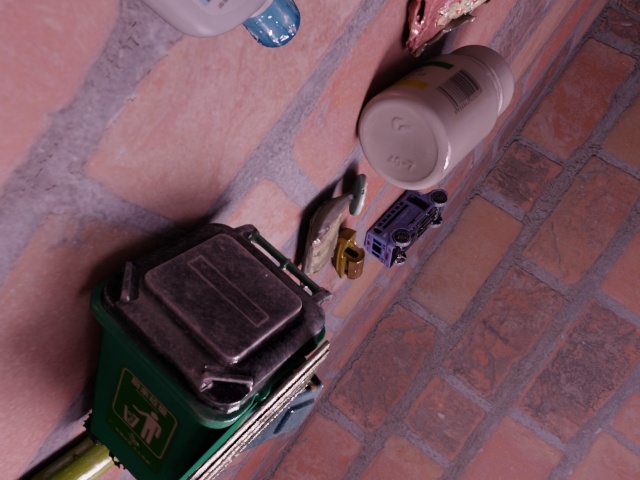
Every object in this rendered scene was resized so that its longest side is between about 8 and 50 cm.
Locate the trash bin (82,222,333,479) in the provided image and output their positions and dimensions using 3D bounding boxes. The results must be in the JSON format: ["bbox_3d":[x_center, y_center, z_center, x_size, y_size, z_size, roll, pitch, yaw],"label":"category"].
[{"bbox_3d":[-0.186,0.184,0.909,0.295,0.259,0.381,-34,161,-50],"label":"trash bin"}]

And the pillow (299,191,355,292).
[{"bbox_3d":[0.000,0.000,1.341,0.169,0.059,0.255,-56,169,-34],"label":"pillow"}]

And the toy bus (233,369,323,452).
[{"bbox_3d":[-0.157,0.335,1.296,0.323,0.194,0.162,3,122,-58],"label":"toy bus"}]

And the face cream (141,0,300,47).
[{"bbox_3d":[-0.097,-0.266,0.527,0.163,0.080,0.336,-57,163,5],"label":"face cream"}]

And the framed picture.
[{"bbox_3d":[-0.093,0.260,0.835,0.274,0.017,0.217,-42,168,-21],"label":"framed picture"}]

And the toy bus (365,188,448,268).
[{"bbox_3d":[0.269,-0.056,1.843,0.292,0.133,0.125,-43,155,-26],"label":"toy bus"}]

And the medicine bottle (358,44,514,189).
[{"bbox_3d":[0.251,-0.269,1.245,0.339,0.208,0.208,-41,159,-38],"label":"medicine bottle"}]

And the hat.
[{"bbox_3d":[0.270,-0.471,1.078,0.286,0.107,0.237,-44,171,-17],"label":"hat"}]

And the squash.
[{"bbox_3d":[-0.393,0.370,0.993,0.239,0.069,0.069,-32,153,-51],"label":"squash"}]

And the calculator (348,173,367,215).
[{"bbox_3d":[0.084,-0.102,1.351,0.153,0.021,0.095,176,-77,-83],"label":"calculator"}]

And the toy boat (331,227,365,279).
[{"bbox_3d":[0.078,0.039,1.584,0.068,0.088,0.226,-47,163,-22],"label":"toy boat"}]
